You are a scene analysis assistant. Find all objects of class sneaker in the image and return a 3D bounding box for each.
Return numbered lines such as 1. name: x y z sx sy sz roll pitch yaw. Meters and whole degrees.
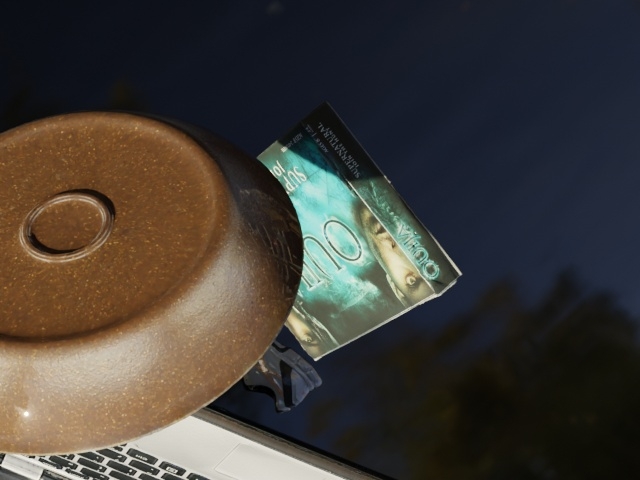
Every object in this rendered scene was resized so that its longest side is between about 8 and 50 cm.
1. sneaker: -0.052 0.082 1.386 0.044 0.109 0.040 -49 165 -10

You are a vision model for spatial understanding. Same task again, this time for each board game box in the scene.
1. board game box: 0.000 0.000 1.136 0.026 0.126 0.186 -40 -178 -26

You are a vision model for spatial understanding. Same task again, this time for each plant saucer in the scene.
1. plant saucer: -0.108 0.004 0.834 0.198 0.198 0.036 -32 140 -18

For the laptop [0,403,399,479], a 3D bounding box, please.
1. laptop: -0.093 0.286 1.292 0.408 0.382 0.236 130 -20 -65
